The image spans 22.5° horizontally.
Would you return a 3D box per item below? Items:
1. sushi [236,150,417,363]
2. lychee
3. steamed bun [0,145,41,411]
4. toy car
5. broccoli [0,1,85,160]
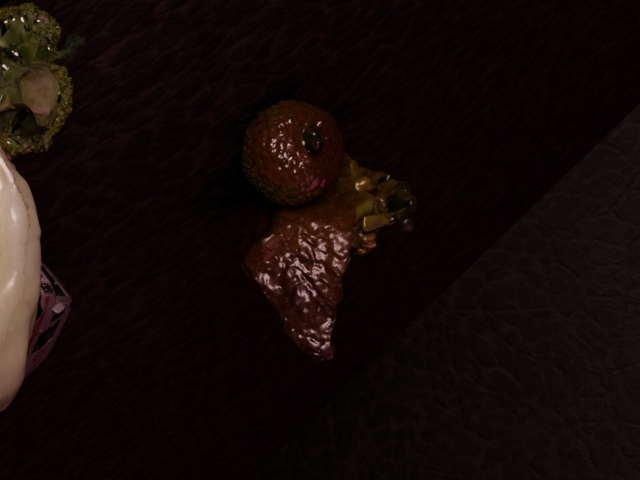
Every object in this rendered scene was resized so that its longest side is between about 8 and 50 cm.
[{"bbox_3d":[0.001,-0.003,1.860,0.296,0.179,0.167,-87,-160,-66],"label":"sushi"},{"bbox_3d":[-0.029,-0.094,1.749,0.114,0.114,0.146,-31,177,-31],"label":"lychee"},{"bbox_3d":[-0.338,-0.007,0.983,0.339,0.352,0.247,-15,-157,9],"label":"steamed bun"},{"bbox_3d":[-0.299,0.066,1.593,0.108,0.089,0.209,-29,162,-37],"label":"toy car"},{"bbox_3d":[-0.239,-0.117,1.201,0.131,0.120,0.130,29,82,-38],"label":"broccoli"}]
